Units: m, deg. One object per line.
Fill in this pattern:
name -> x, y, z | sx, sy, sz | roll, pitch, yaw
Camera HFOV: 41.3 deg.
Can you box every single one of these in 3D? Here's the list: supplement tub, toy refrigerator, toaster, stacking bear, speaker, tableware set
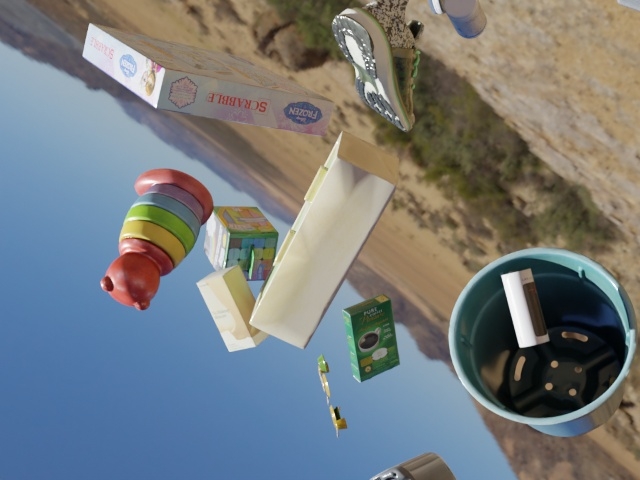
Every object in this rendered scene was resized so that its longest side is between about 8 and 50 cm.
supplement tub -> 0.305, -0.475, 1.780 | 0.071, 0.071, 0.107 | 37, -176, 27
toy refrigerator -> 0.000, 0.000, 1.116 | 0.094, 0.269, 0.102 | 26, -154, -6
toaster -> 0.155, 0.471, 1.536 | 0.146, 0.227, 0.129 | -8, -123, -54
stacking bear -> -0.347, 0.007, 1.752 | 0.175, 0.289, 0.164 | 34, 146, -19
speaker -> 0.366, 0.120, 1.521 | 0.055, 0.055, 0.136 | 34, -137, -83
tableware set -> 0.024, 0.306, 1.685 | 0.104, 0.024, 0.154 | 85, 169, -59

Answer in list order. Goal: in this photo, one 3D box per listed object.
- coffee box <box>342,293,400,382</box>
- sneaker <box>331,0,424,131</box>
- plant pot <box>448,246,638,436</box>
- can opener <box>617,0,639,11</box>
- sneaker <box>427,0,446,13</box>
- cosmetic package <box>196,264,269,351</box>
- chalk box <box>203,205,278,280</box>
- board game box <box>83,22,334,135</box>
coffee box -> 0.117, 0.222, 1.934 | 0.040, 0.113, 0.184 | 35, 142, 56
sneaker -> 0.172, -0.388, 1.846 | 0.158, 0.182, 0.410 | 45, 174, 28
plant pot -> 0.466, 0.235, 1.695 | 0.341, 0.341, 0.334 | 37, 175, 34
can opener -> 0.950, -0.641, 2.288 | 0.283, 0.095, 0.076 | 33, -151, 31
sneaker -> 0.190, -0.584, 1.885 | 0.086, 0.163, 0.226 | -2, -104, -59
cosmetic package -> -0.124, 0.098, 1.221 | 0.041, 0.060, 0.115 | -36, -76, -50
chalk box -> -0.186, 0.016, 2.055 | 0.132, 0.132, 0.213 | 0, -154, -26
board game box -> -0.193, -0.272, 1.431 | 0.318, 0.066, 0.318 | 4, -159, -37
